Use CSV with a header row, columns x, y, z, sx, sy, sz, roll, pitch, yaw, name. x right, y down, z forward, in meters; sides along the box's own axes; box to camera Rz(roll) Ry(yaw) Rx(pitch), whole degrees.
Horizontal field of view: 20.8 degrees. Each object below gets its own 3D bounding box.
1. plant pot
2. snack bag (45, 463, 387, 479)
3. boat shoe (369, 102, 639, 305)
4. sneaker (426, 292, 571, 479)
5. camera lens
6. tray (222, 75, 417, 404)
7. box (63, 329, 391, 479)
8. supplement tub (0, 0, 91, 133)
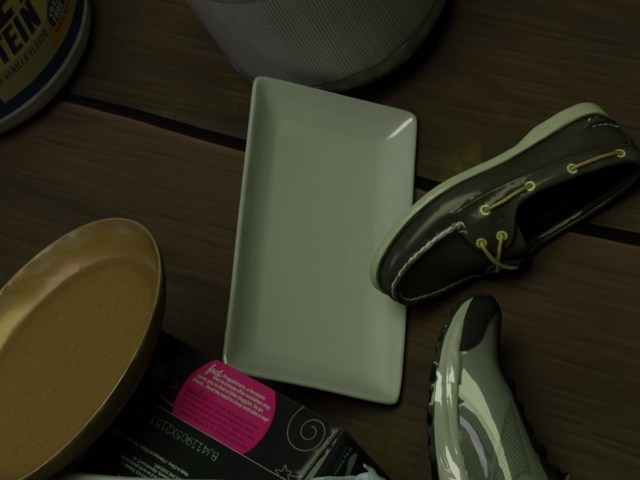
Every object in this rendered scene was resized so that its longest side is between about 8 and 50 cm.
x,y,z,sx,sy,sz,roll,pitch,yaw,name
-0.194,0.089,1.275,0.236,0.032,0.236,-30,37,26,plant pot
-0.080,0.316,1.138,0.323,0.037,0.342,-4,81,37,snack bag
0.143,-0.019,1.343,0.228,0.081,0.069,-36,49,-2,boat shoe
0.129,0.165,1.242,0.108,0.100,0.271,-4,62,6,sneaker
-0.026,-0.266,1.448,0.219,0.274,0.219,-11,58,18,camera lens
0.000,0.000,1.397,0.145,0.030,0.270,13,60,-14,tray
-0.091,0.181,1.293,0.247,0.142,0.163,25,75,34,box
-0.372,-0.256,1.572,0.228,0.316,0.228,-11,57,18,supplement tub
